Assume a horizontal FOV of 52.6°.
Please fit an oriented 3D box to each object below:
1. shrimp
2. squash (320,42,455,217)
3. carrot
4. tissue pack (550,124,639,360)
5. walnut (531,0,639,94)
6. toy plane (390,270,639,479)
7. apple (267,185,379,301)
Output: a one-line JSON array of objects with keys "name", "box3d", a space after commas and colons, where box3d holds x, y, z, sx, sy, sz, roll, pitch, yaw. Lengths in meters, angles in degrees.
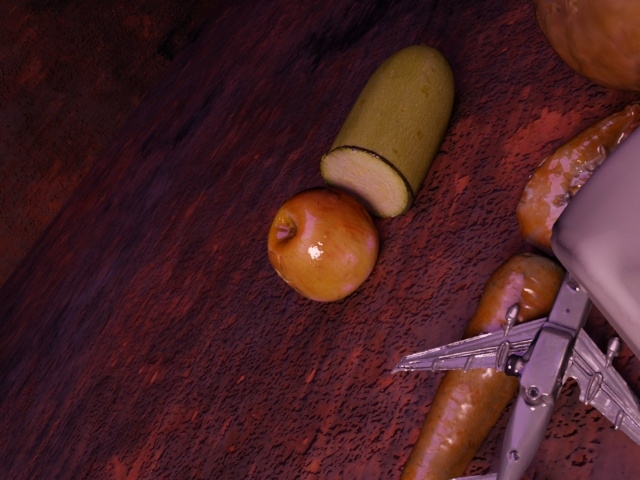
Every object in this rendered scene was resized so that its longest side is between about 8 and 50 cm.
[{"name": "shrimp", "box3d": [0.277, -0.056, 0.622, 0.187, 0.052, 0.132, -49, 49, 6]}, {"name": "squash", "box3d": [0.109, -0.164, 0.870, 0.132, 0.132, 0.247, -4, 49, 49]}, {"name": "carrot", "box3d": [0.122, 0.141, 0.546, 0.078, 0.078, 0.298, 14, 68, 56]}, {"name": "tissue pack", "box3d": [0.292, 0.040, 0.289, 0.236, 0.229, 0.333, -39, 31, 12]}, {"name": "walnut", "box3d": [0.333, -0.285, 0.587, 0.333, 0.333, 0.333, -31, 33, 23]}, {"name": "toy plane", "box3d": [0.170, 0.103, 0.488, 0.226, 0.058, 0.226, 18, 80, 29]}, {"name": "apple", "box3d": [0.000, 0.000, 0.805, 0.146, 0.146, 0.146, -31, 33, 23]}]
